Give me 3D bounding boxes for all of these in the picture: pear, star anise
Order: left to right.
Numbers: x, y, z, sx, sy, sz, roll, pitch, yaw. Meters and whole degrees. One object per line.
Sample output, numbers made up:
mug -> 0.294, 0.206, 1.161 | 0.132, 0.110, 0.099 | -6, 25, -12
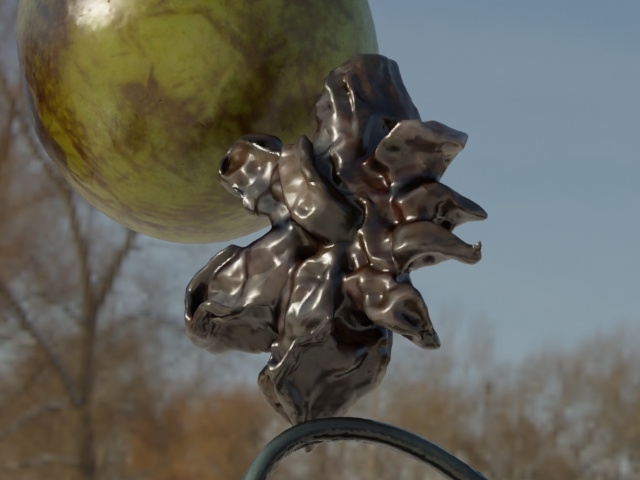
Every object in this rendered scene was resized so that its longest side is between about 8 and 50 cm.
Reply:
pear -> -0.095, -0.136, 1.377 | 0.283, 0.283, 0.283 | 6, -13, 1
star anise -> -0.001, -0.006, 1.160 | 0.214, 0.220, 0.099 | -38, -41, 10

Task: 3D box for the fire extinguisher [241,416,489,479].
fire extinguisher -> 0.080, 0.223, 1.048 | 0.376, 0.200, 0.113 | 15, -48, -3
